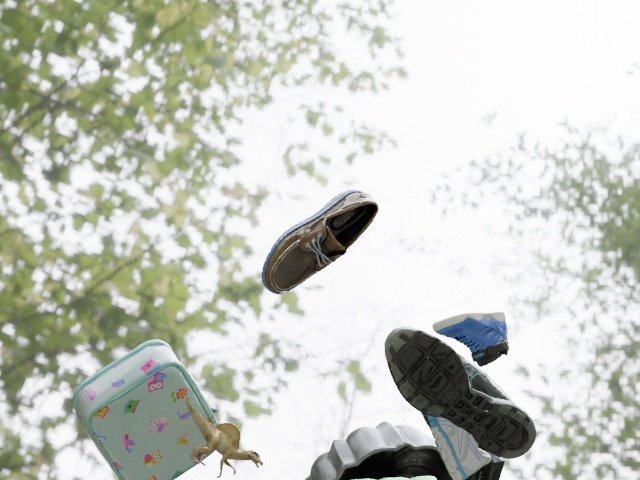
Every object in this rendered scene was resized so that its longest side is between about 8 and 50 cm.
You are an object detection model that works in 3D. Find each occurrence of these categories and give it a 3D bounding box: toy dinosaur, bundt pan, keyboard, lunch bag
[{"bbox_3d":[-0.190,0.360,2.229,0.183,0.092,0.053,39,-6,-4],"label":"toy dinosaur"},{"bbox_3d":[0.106,0.481,2.410,0.331,0.124,0.330,-11,-54,-16],"label":"bundt pan"},{"bbox_3d":[0.314,0.497,2.439,0.033,0.201,0.317,-28,-32,-21],"label":"keyboard"},{"bbox_3d":[-0.312,0.327,2.302,0.224,0.108,0.279,-35,-46,-15],"label":"lunch bag"}]

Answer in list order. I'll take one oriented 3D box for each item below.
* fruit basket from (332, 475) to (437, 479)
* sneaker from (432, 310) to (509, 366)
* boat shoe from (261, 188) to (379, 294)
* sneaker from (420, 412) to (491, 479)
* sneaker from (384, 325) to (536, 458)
[{"bbox_3d":[0.102,0.503,1.807,0.327,0.353,0.165,-2,-54,-8],"label":"fruit basket"},{"bbox_3d":[0.248,0.162,2.016,0.152,0.084,0.058,0,-17,-41],"label":"sneaker"},{"bbox_3d":[0.000,0.000,1.607,0.066,0.183,0.066,49,-13,-21],"label":"boat shoe"},{"bbox_3d":[0.197,0.266,1.861,0.083,0.071,0.190,-26,-72,-1],"label":"sneaker"},{"bbox_3d":[0.190,0.214,1.792,0.267,0.106,0.101,41,-83,-14],"label":"sneaker"}]
